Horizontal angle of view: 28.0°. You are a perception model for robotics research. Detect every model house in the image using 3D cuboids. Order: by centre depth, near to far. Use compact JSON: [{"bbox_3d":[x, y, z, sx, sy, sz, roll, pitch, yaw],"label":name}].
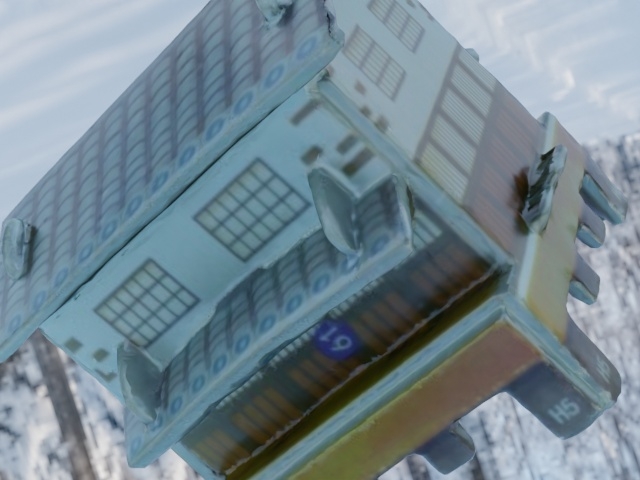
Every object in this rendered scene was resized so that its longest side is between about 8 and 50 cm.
[{"bbox_3d":[0.000,0.000,0.570,0.224,0.215,0.198,-40,-165,31],"label":"model house"}]
